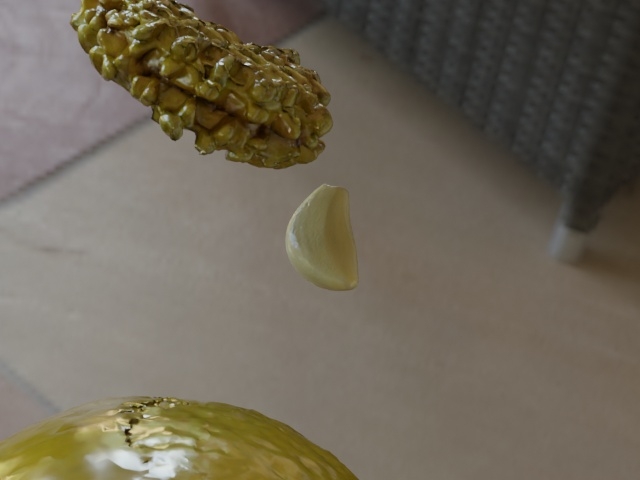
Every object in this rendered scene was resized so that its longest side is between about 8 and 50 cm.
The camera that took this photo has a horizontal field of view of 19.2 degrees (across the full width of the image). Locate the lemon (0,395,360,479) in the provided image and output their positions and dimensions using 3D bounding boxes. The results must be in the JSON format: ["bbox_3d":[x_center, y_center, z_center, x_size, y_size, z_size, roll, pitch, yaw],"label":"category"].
[{"bbox_3d":[-0.076,0.193,0.777,0.257,0.258,0.310,17,5,6],"label":"lemon"}]

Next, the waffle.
[{"bbox_3d":[-0.081,-0.124,1.346,0.193,0.070,0.197,18,22,-42],"label":"waffle"}]

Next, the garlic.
[{"bbox_3d":[0.001,0.000,1.387,0.053,0.041,0.083,-14,68,30],"label":"garlic"}]
